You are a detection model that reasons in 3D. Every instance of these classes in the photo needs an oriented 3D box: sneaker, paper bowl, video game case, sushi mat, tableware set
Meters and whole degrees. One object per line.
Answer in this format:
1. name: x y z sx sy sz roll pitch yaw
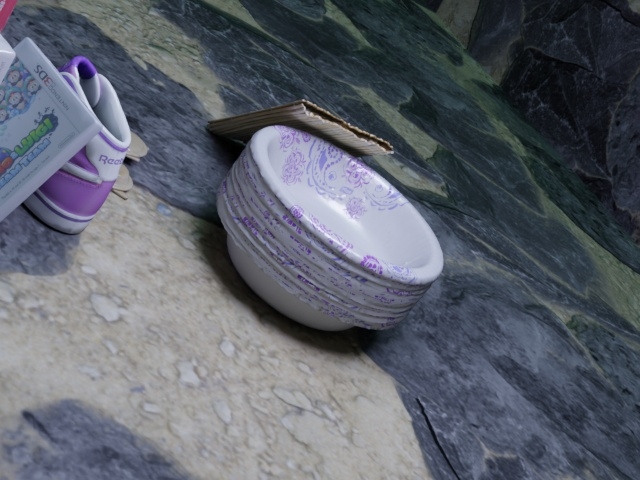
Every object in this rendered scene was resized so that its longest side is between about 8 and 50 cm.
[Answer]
1. sneaker: -0.314 -0.157 1.109 0.282 0.161 0.102 40 24 11
2. paper bowl: 0.000 0.000 1.272 0.284 0.148 0.284 31 23 -15
3. video game case: -0.313 -0.107 1.026 0.143 0.157 0.019 48 1 25
4. sushi mat: -0.038 -0.144 1.437 0.151 0.019 0.316 23 -10 -27
5. tableware set: -0.284 -0.119 1.259 0.141 0.020 0.168 29 25 -13

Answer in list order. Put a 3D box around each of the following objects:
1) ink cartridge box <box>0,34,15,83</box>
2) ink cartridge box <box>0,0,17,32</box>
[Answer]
1. ink cartridge box: -0.441 -0.166 0.924 0.168 0.171 0.233 48 26 26
2. ink cartridge box: -0.514 -0.435 1.202 0.385 0.279 0.160 8 37 -49
